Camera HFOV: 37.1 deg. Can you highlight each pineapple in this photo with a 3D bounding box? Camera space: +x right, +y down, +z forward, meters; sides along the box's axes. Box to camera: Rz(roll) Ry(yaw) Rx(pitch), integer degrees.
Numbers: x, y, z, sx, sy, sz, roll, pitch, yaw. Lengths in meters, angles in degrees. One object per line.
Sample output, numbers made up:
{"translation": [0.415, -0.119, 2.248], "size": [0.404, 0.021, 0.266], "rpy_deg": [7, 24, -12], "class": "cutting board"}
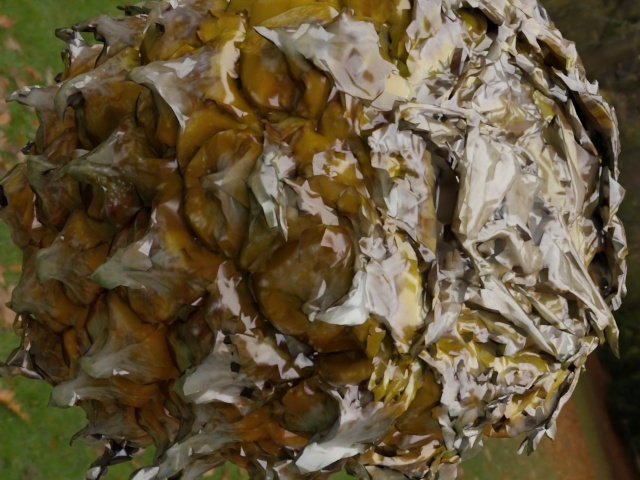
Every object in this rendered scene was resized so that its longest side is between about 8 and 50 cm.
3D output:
{"translation": [-0.001, -0.002, 0.557], "size": [0.352, 0.300, 0.353], "rpy_deg": [2, 88, -42], "class": "pineapple"}
